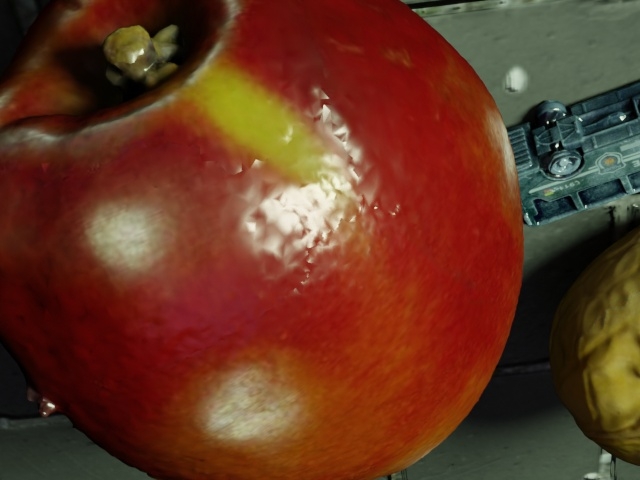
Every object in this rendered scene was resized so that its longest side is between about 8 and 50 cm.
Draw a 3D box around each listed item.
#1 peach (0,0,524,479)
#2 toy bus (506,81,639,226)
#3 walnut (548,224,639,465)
[{"bbox_3d":[0.000,0.000,0.659,0.201,0.258,0.362,-22,131,27],"label":"peach"},{"bbox_3d":[0.182,-0.059,0.766,0.166,0.047,0.065,-19,138,16],"label":"toy bus"},{"bbox_3d":[0.239,0.059,0.820,0.159,0.159,0.206,32,132,-32],"label":"walnut"}]
